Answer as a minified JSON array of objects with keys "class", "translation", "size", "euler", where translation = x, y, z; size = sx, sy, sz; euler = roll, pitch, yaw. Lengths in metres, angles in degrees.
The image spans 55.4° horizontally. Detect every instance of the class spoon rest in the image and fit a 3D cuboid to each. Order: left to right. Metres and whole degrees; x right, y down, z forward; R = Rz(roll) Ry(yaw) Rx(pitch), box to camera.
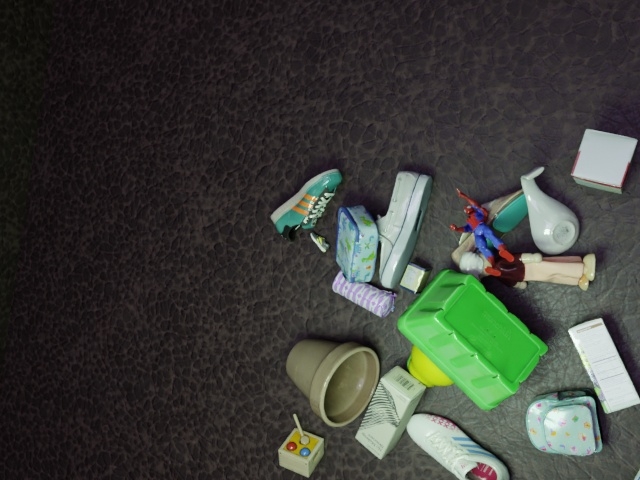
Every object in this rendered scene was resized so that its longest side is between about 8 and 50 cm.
[{"class":"spoon rest","translation":[0.623,-0.083,1.675],"size":[0.137,0.084,0.276],"euler":[-32,111,-1]}]

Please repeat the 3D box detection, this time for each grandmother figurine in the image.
[{"class":"grandmother figurine","translation":[0.559,0.078,1.687],"size":[0.343,0.207,0.104],"euler":[5,52,9]}]

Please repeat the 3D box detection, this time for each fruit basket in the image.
[{"class":"fruit basket","translation":[0.398,0.294,1.741],"size":[0.392,0.392,0.283],"euler":[37,71,21]}]

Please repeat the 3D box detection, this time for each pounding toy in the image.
[{"class":"pounding toy","translation":[-0.063,0.668,1.996],"size":[0.130,0.141,0.100],"euler":[14,122,24]}]

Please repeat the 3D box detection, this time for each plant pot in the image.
[{"class":"plant pot","translation":[0.017,0.417,1.915],"size":[0.229,0.263,0.263],"euler":[19,97,41]}]

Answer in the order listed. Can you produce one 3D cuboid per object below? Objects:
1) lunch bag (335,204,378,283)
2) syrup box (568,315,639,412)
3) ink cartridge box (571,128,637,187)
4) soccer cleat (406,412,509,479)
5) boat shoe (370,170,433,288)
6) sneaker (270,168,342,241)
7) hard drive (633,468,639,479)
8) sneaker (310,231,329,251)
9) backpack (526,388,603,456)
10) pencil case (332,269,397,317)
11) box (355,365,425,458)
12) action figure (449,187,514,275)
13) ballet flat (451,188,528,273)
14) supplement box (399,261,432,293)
[{"class":"lunch bag","translation":[0.106,0.010,1.881],"size":[0.176,0.090,0.218],"euler":[-115,24,-51]},{"class":"syrup box","translation":[0.761,0.328,1.638],"size":[0.096,0.093,0.236],"euler":[-27,78,22]},{"class":"ink cartridge box","translation":[0.752,-0.206,1.613],"size":[0.127,0.176,0.128],"euler":[19,96,27]},{"class":"soccer cleat","translation":[0.392,0.614,1.773],"size":[0.331,0.143,0.116],"euler":[27,100,23]},{"class":"boat shoe","translation":[0.217,-0.044,1.878],"size":[0.157,0.136,0.367],"euler":[18,93,24]},{"class":"sneaker","translation":[-0.027,-0.111,2.013],"size":[0.302,0.108,0.121],"euler":[-39,74,27]},{"class":"hard drive","translation":[0.853,0.775,1.560],"size":[0.210,0.040,0.318],"euler":[28,89,11]},{"class":"sneaker","translation":[0.000,0.000,2.037],"size":[0.035,0.031,0.083],"euler":[-39,77,5]},{"class":"backpack","translation":[0.655,0.498,1.657],"size":[0.189,0.144,0.165],"euler":[-9,90,27]},{"class":"pencil case","translation":[0.138,0.165,1.934],"size":[0.206,0.086,0.088],"euler":[26,93,23]},{"class":"box","translation":[0.207,0.518,1.832],"size":[0.113,0.094,0.275],"euler":[34,125,27]},{"class":"action figure","translation":[0.414,-0.035,1.653],"size":[0.139,0.280,0.091],"euler":[28,116,-19]},{"class":"ballet flat","translation":[0.489,-0.045,1.775],"size":[0.316,0.108,0.106],"euler":[-53,42,13]},{"class":"supplement box","translation":[0.292,0.113,1.865],"size":[0.056,0.083,0.083],"euler":[25,100,23]}]
